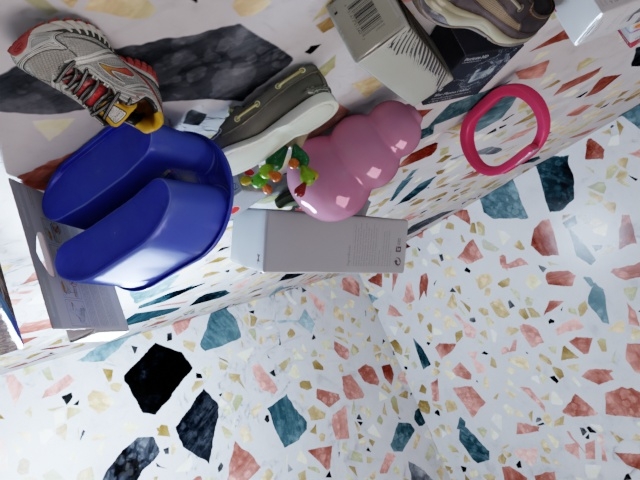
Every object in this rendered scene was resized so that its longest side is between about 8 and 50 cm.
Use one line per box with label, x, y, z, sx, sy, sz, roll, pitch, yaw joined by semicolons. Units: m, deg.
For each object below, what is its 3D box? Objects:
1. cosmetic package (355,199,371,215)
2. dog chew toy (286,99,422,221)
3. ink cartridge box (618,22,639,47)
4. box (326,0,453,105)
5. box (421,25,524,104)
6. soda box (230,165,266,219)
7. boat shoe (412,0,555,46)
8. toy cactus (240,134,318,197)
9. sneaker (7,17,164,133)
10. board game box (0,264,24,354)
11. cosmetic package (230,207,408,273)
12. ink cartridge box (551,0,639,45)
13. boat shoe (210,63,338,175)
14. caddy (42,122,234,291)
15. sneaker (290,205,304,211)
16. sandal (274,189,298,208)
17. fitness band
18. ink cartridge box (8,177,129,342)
cosmetic package;0.092;-0.081;1.746;0.127;0.107;0.238;-52;175;-10
dog chew toy;0.084;-0.191;1.148;0.332;0.207;0.206;-37;165;18
ink cartridge box;0.658;-0.502;1.016;0.128;0.127;0.176;-30;166;29
box;0.127;-0.321;0.836;0.094;0.113;0.275;-31;168;25
box;0.280;-0.361;0.999;0.156;0.093;0.158;-18;166;-25
soda box;-0.260;-0.083;1.178;0.286;0.091;0.098;-31;165;30
boat shoe;0.279;-0.391;0.767;0.355;0.132;0.130;-15;166;-40
toy cactus;-0.071;-0.171;1.029;0.180;0.219;0.112;-55;132;-12
sneaker;-0.275;-0.200;0.635;0.088;0.093;0.225;-28;167;20
board game box;-0.490;0.000;0.615;0.141;0.291;0.232;-17;167;-30
cosmetic package;0.000;0.000;1.429;0.453;0.162;0.230;2;-175;-32
ink cartridge box;0.513;-0.455;0.864;0.218;0.159;0.092;-22;168;-8
boat shoe;-0.116;-0.207;0.916;0.305;0.091;0.109;-27;169;17
caddy;-0.306;-0.053;0.869;0.341;0.241;0.179;-28;163;22
sneaker;-0.055;-0.054;1.678;0.125;0.104;0.262;-18;167;-35
sandal;0.003;-0.124;1.515;0.302;0.086;0.120;-17;167;-29
fitness band;0.503;-0.302;1.395;0.054;0.209;0.291;-21;169;-27
ink cartridge box;-0.467;0.048;0.911;0.060;0.275;0.239;-24;168;4
